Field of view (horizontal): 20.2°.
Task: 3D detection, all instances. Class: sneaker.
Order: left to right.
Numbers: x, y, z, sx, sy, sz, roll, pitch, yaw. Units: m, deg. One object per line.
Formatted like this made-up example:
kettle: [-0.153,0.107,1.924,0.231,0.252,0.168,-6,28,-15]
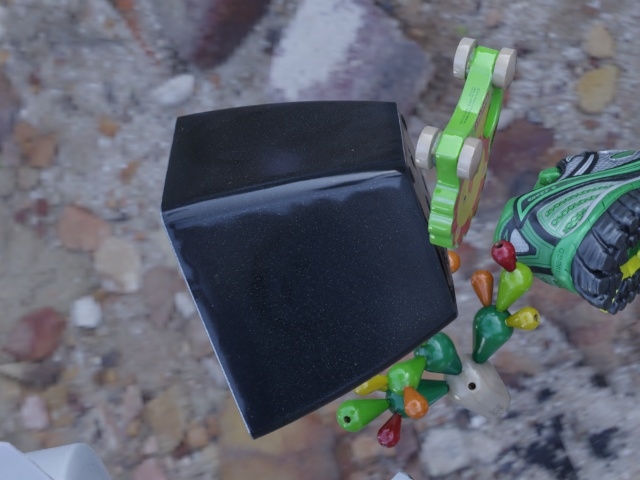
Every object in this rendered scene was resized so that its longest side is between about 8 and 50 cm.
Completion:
sneaker: [0.285,-0.048,1.702,0.146,0.343,0.134,24,117,27]

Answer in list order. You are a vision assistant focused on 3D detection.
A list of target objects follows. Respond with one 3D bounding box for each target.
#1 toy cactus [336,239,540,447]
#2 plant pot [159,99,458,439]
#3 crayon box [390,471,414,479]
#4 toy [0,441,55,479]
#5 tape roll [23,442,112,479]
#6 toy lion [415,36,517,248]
toy cactus: [0.122,0.111,1.598,0.219,0.180,0.112,-49,46,0]
plant pot: [0.000,0.000,1.290,0.167,0.188,0.187,-17,114,6]
crayon box: [-0.001,0.299,1.095,0.323,0.203,0.083,-45,105,-11]
toy: [-0.191,0.066,0.440,0.237,0.137,0.056,-20,52,15]
tape roll: [-0.162,0.223,0.784,0.169,0.246,0.246,-11,86,2]
toy lion: [0.082,-0.049,1.012,0.034,0.096,0.100,15,64,16]
